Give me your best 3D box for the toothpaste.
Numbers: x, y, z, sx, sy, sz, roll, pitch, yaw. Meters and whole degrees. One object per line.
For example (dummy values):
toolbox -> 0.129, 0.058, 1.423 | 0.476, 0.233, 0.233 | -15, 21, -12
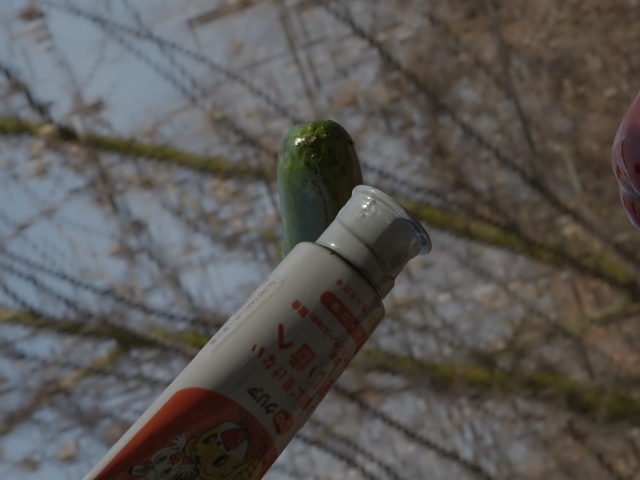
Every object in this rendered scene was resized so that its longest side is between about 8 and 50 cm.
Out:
toothpaste -> -0.035, 0.074, 0.940 | 0.057, 0.234, 0.089 | 20, 155, 52

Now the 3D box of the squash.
squash -> 0.001, 0.001, 1.793 | 0.331, 0.087, 0.087 | 89, 172, -51

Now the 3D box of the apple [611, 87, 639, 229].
apple -> 0.339, -0.068, 1.400 | 0.234, 0.234, 0.234 | -19, -90, -79
